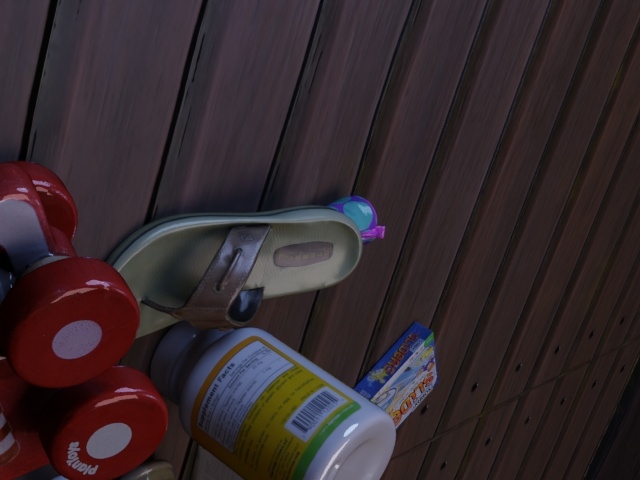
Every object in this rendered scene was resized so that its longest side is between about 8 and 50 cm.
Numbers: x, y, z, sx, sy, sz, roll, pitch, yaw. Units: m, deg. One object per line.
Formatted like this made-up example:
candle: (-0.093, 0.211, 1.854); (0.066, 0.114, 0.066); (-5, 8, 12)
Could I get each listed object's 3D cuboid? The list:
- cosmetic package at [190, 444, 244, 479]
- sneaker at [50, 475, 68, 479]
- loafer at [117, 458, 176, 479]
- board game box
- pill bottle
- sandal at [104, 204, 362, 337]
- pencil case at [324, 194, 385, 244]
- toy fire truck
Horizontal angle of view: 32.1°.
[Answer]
cosmetic package: (-0.116, 0.351, 1.355); (0.060, 0.099, 0.239); (-21, 133, -51)
sneaker: (-0.169, 0.311, 1.137); (0.147, 0.105, 0.295); (-40, 126, -25)
loafer: (-0.208, 0.368, 1.237); (0.102, 0.092, 0.268); (-4, 119, -55)
board game box: (0.096, 0.231, 1.624); (0.201, 0.035, 0.136); (-45, 147, -24)
pill bottle: (-0.057, 0.174, 1.139); (0.136, 0.246, 0.136); (-36, 143, -34)
sandal: (-0.082, 0.033, 1.090); (0.303, 0.086, 0.120); (-14, 126, -25)
pencil case: (0.000, 0.000, 1.247); (0.152, 0.070, 0.064); (-29, 134, -43)
toy fire truck: (-0.274, 0.093, 0.854); (0.254, 0.169, 0.302); (-25, 137, -18)
